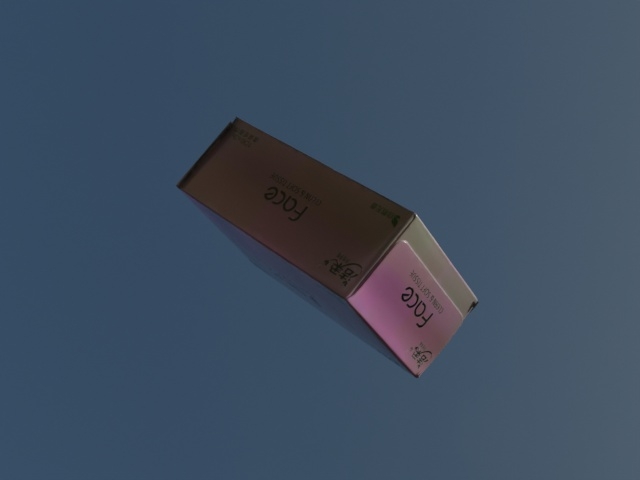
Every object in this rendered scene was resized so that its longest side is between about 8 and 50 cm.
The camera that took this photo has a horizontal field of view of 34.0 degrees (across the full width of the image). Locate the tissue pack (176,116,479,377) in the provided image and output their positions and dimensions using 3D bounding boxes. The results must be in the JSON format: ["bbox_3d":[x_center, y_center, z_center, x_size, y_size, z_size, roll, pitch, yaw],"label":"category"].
[{"bbox_3d":[0.000,0.000,0.917,0.092,0.148,0.246,-50,-134,-9],"label":"tissue pack"}]
